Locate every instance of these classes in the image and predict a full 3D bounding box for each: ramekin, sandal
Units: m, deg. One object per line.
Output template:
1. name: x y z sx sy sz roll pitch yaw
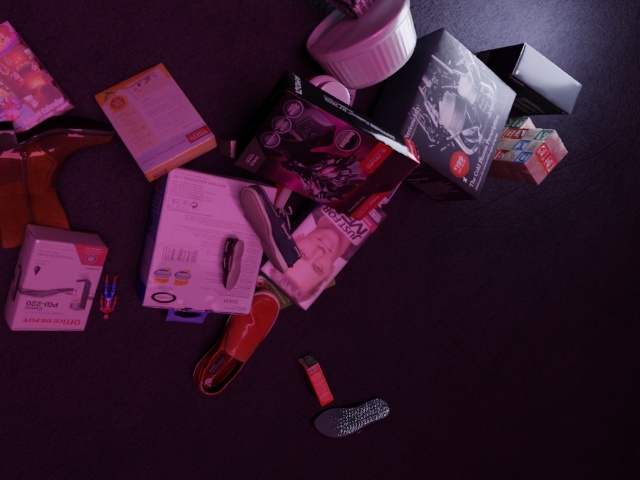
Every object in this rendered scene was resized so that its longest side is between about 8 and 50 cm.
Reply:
1. ramekin: 0.109 -0.490 1.284 0.273 0.273 0.127 -44 129 -9
2. sandal: 0.102 0.571 1.637 0.255 0.097 0.054 -6 132 -22

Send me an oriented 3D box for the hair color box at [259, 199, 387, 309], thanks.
1. hair color box: 0.000 0.000 1.409 0.174 0.105 0.347 44 79 -16

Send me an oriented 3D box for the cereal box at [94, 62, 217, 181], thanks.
1. cereal box: -0.366 -0.265 1.158 0.173 0.047 0.240 -31 74 -14

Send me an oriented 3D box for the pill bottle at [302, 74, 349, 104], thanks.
1. pill bottle: -0.013 -0.344 1.282 0.118 0.215 0.117 -6 106 -23

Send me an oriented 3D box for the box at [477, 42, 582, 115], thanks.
1. box: 0.609 -0.470 1.551 0.261 0.184 0.103 21 94 -28

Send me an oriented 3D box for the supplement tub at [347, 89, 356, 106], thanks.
1. supplement tub: 0.049 -0.360 1.388 0.071 0.071 0.107 12 98 -26

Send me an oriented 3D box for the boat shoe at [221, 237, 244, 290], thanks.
1. boat shoe: -0.212 0.055 1.225 0.046 0.038 0.125 -21 125 -65

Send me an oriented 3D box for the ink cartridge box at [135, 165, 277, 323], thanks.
1. ink cartridge box: -0.292 0.028 1.283 0.270 0.151 0.394 9 97 -27

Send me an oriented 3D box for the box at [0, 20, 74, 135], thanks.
1. box: -0.700 -0.283 1.073 0.293 0.057 0.200 -38 115 -12

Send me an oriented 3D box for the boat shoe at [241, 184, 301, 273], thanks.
1. boat shoe: -0.107 -0.033 1.221 0.079 0.095 0.254 -38 127 -22

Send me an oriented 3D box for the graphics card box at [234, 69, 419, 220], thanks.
1. graphics card box: 0.017 -0.203 1.206 0.371 0.094 0.233 24 131 -27

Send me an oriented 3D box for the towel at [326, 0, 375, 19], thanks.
1. towel: 0.055 -0.689 1.223 0.284 0.121 0.235 41 91 13

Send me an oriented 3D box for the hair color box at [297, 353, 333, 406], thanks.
1. hair color box: -0.015 0.416 1.551 0.043 0.072 0.141 -26 111 -17

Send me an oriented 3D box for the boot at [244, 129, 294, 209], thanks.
1. boot: -0.127 -0.208 1.349 0.176 0.088 0.244 22 118 3

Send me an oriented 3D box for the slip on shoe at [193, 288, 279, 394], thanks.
1. slip on shoe: -0.219 0.276 1.387 0.123 0.101 0.331 37 93 -23

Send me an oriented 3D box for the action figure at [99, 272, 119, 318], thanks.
1. action figure: -0.520 0.138 1.278 0.038 0.030 0.115 5 103 -31

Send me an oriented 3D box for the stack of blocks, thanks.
1. stack of blocks: 0.556 -0.268 1.513 0.171 0.297 0.087 -48 116 -6

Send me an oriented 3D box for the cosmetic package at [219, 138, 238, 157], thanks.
1. cosmetic package: -0.207 -0.226 1.279 0.060 0.115 0.041 -3 103 -23

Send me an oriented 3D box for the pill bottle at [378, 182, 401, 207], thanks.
1. pill bottle: 0.180 -0.148 1.502 0.067 0.067 0.120 36 86 -27

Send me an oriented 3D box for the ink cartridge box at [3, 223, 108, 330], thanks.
1. ink cartridge box: -0.592 0.089 1.166 0.159 0.092 0.217 10 107 -43

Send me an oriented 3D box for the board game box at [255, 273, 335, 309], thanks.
1. board game box: -0.090 0.117 1.463 0.260 0.039 0.124 -24 111 -20

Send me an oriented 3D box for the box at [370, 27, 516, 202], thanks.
1. box: 0.323 -0.326 1.425 0.313 0.179 0.342 28 78 -27

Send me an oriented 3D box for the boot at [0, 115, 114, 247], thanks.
1. boot: -0.571 -0.118 1.128 0.264 0.096 0.280 -15 125 -29
